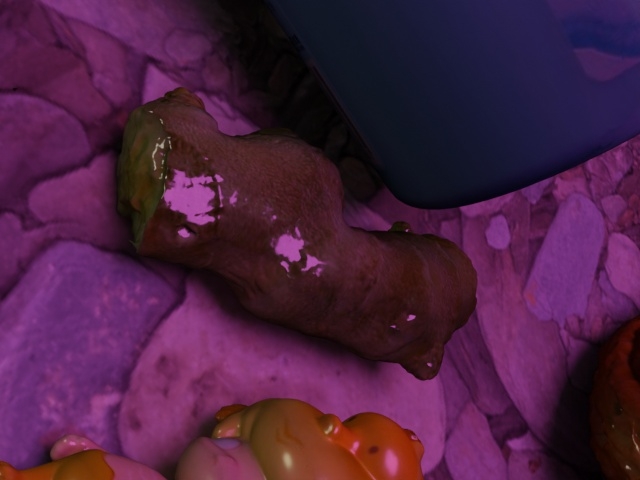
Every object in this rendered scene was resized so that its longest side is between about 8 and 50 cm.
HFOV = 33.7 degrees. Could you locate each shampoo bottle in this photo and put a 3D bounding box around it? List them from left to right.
[{"bbox_3d":[0.101,-0.241,0.691,0.331,0.331,0.342,-44,107,-42],"label":"shampoo bottle"}]

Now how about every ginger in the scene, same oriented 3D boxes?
[{"bbox_3d":[-0.003,-0.002,0.681,0.290,0.089,0.137,30,31,-25],"label":"ginger"}]

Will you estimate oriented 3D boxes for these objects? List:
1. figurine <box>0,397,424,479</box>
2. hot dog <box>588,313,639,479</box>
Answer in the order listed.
[{"bbox_3d":[-0.051,0.149,0.567,0.246,0.131,0.156,6,30,-25],"label":"figurine"},{"bbox_3d":[0.352,0.177,0.883,0.387,0.174,0.266,-28,97,-53],"label":"hot dog"}]
